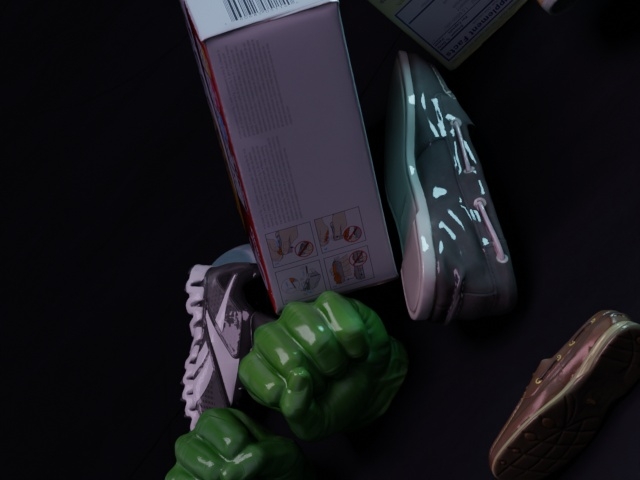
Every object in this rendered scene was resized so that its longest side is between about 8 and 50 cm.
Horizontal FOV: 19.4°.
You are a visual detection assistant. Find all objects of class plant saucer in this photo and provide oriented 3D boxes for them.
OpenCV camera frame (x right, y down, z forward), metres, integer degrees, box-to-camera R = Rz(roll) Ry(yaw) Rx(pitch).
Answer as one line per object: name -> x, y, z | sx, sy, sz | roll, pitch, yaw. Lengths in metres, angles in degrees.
plant saucer -> -0.097, 0.053, 2.024 | 0.119, 0.021, 0.119 | -29, 46, 35

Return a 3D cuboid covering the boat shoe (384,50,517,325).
boat shoe -> 0.121, -0.050, 1.808 | 0.112, 0.095, 0.335 | 105, 166, -46

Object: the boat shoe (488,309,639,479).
boat shoe -> 0.207, 0.133, 1.594 | 0.178, 0.064, 0.060 | -48, 33, 3

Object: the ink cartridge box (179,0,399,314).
ink cartridge box -> -0.043, -0.137, 1.802 | 0.130, 0.309, 0.272 | -17, 34, -4

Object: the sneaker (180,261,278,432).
sneaker -> -0.082, 0.121, 1.912 | 0.106, 0.078, 0.234 | -16, 60, 25

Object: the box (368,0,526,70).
box -> 0.068, -0.327, 1.912 | 0.117, 0.243, 0.213 | -43, 39, 15

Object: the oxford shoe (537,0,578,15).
oxford shoe -> 0.364, -0.303, 1.670 | 0.449, 0.169, 0.130 | -14, 96, 34

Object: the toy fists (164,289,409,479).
toy fists -> -0.037, 0.175, 1.771 | 0.279, 0.142, 0.096 | -54, 37, 8
